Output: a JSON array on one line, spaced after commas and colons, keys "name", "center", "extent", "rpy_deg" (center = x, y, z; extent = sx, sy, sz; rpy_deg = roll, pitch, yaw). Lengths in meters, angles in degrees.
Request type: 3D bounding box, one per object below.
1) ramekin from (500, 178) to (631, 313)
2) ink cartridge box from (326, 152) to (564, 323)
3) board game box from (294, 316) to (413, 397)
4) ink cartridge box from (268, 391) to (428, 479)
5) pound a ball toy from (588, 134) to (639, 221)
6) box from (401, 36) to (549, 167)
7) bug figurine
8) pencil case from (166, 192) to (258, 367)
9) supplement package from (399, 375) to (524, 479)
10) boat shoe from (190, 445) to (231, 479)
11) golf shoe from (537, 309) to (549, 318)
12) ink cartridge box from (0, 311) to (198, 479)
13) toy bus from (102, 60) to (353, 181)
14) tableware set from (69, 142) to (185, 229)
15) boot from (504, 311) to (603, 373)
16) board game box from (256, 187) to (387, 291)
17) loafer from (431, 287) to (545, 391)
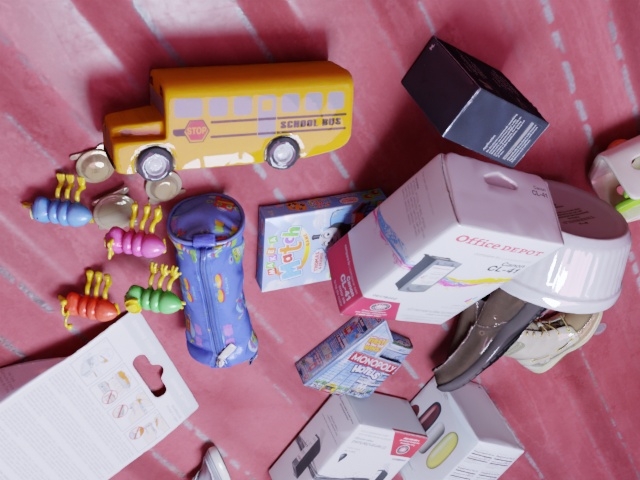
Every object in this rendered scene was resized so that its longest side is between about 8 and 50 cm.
[{"name": "ramekin", "center": [0.398, -0.003, 1.551], "extent": [0.273, 0.273, 0.127], "rpy_deg": [0, 121, -25]}, {"name": "ink cartridge box", "center": [0.188, 0.011, 1.434], "extent": [0.226, 0.131, 0.306], "rpy_deg": [9, 148, -32]}, {"name": "board game box", "center": [0.087, 0.213, 1.730], "extent": [0.194, 0.060, 0.194], "rpy_deg": [24, 116, -38]}, {"name": "ink cartridge box", "center": [0.055, 0.442, 1.872], "extent": [0.197, 0.114, 0.273], "rpy_deg": [19, 119, -37]}, {"name": "pound a ball toy", "center": [0.606, -0.132, 1.655], "extent": [0.319, 0.135, 0.208], "rpy_deg": [-24, 160, -4]}, {"name": "box", "center": [0.230, -0.207, 1.370], "extent": [0.158, 0.156, 0.093], "rpy_deg": [19, 119, -36]}, {"name": "bug figurine", "center": [-0.314, 0.036, 1.338], "extent": [0.216, 0.072, 0.279], "rpy_deg": [5, 132, 12]}, {"name": "pencil case", "center": [-0.168, 0.076, 1.443], "extent": [0.120, 0.133, 0.306], "rpy_deg": [-5, 130, -4]}, {"name": "supplement package", "center": [0.271, 0.424, 1.903], "extent": [0.149, 0.194, 0.203], "rpy_deg": [21, 116, -38]}, {"name": "boat shoe", "center": [-0.218, 0.496, 1.815], "extent": [0.081, 0.079, 0.227], "rpy_deg": [-18, 137, -16]}, {"name": "golf shoe", "center": [0.448, 0.063, 1.780], "extent": [0.086, 0.067, 0.186], "rpy_deg": [-24, 140, -52]}, {"name": "ink cartridge box", "center": [-0.433, 0.302, 1.570], "extent": [0.385, 0.091, 0.308], "rpy_deg": [-37, 136, -16]}, {"name": "toy bus", "center": [-0.127, -0.169, 1.254], "extent": [0.333, 0.108, 0.130], "rpy_deg": [-7, 117, -20]}, {"name": "tableware set", "center": [-0.278, -0.091, 1.325], "extent": [0.141, 0.020, 0.168], "rpy_deg": [-21, 132, -8]}, {"name": "boot", "center": [0.462, 0.178, 1.867], "extent": [0.165, 0.077, 0.213], "rpy_deg": [25, 118, -36]}, {"name": "board game box", "center": [0.000, 0.000, 1.521], "extent": [0.212, 0.039, 0.160], "rpy_deg": [-9, 132, -17]}, {"name": "loafer", "center": [0.328, 0.150, 1.766], "extent": [0.366, 0.130, 0.134], "rpy_deg": [-52, 162, 28]}]
